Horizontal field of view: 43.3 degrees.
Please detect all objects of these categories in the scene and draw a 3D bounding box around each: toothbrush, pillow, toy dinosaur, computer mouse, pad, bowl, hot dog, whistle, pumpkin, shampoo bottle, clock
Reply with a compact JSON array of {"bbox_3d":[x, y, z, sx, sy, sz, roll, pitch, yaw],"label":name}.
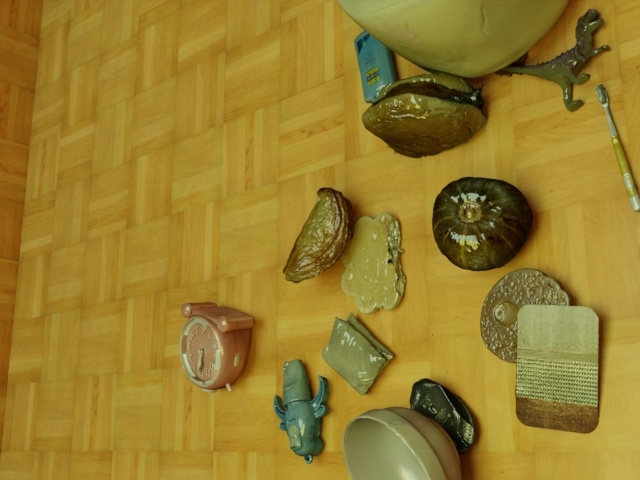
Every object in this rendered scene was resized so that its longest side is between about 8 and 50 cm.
[{"bbox_3d":[0.600,-0.190,1.625,0.021,0.024,0.288,-25,64,35],"label":"toothbrush"},{"bbox_3d":[0.086,0.279,1.952,0.181,0.078,0.134,41,110,38],"label":"pillow"},{"bbox_3d":[0.510,-0.374,1.738,0.251,0.072,0.200,-39,49,38],"label":"toy dinosaur"},{"bbox_3d":[0.269,0.382,1.764,0.192,0.062,0.106,49,113,32],"label":"computer mouse"},{"bbox_3d":[0.390,0.253,1.624,0.323,0.055,0.250,0,91,15],"label":"pad"},{"bbox_3d":[0.192,0.474,1.714,0.287,0.144,0.287,32,134,41],"label":"bowl"},{"bbox_3d":[0.003,-0.001,2.044,0.259,0.114,0.175,-67,16,-3],"label":"hot dog"},{"bbox_3d":[-0.049,0.431,2.039,0.180,0.093,0.269,-29,55,34],"label":"whistle"},{"bbox_3d":[0.350,-0.031,1.740,0.219,0.162,0.219,-9,60,17],"label":"pumpkin"},{"bbox_3d":[0.149,-0.428,2.084,0.104,0.061,0.258,-26,63,37],"label":"shampoo bottle"},{"bbox_3d":[-0.291,0.308,2.268,0.227,0.142,0.241,12,97,45],"label":"clock"}]

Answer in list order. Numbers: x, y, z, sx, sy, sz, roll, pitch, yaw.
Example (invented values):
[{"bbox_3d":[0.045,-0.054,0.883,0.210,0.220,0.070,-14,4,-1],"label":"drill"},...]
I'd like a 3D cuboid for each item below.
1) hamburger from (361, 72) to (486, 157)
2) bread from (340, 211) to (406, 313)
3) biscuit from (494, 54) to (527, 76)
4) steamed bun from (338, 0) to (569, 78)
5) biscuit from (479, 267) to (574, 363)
[{"bbox_3d":[0.225,-0.296,1.880,0.309,0.211,0.132,-9,69,43],"label":"hamburger"},{"bbox_3d":[0.126,0.058,1.996,0.182,0.039,0.251,-17,68,40],"label":"bread"},{"bbox_3d":[0.431,-0.406,1.845,0.092,0.016,0.082,-22,69,36],"label":"biscuit"},{"bbox_3d":[0.285,-0.535,1.762,0.456,0.371,0.290,-8,71,46],"label":"steamed bun"},{"bbox_3d":[0.427,0.157,1.681,0.208,0.049,0.181,-56,49,20],"label":"biscuit"}]
